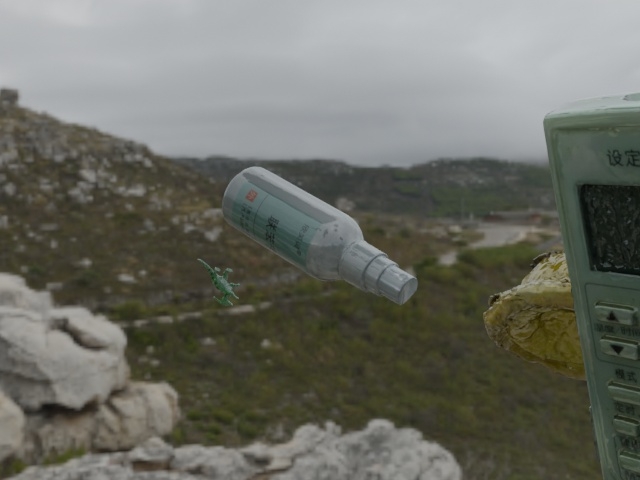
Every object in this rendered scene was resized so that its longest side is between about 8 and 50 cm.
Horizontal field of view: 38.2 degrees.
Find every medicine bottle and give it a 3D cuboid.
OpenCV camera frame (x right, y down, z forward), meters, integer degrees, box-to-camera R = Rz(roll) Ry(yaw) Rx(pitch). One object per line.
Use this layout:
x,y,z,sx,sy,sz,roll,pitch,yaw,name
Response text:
0.000,0.000,1.428,0.351,0.110,0.110,31,22,33,medicine bottle

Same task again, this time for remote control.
0.228,0.079,0.566,0.050,0.344,0.145,-24,18,-34,remote control

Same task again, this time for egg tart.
0.230,0.061,0.760,0.191,0.074,0.191,18,-21,7,egg tart

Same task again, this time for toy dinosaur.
-0.160,0.066,1.438,0.083,0.062,0.021,28,35,11,toy dinosaur
